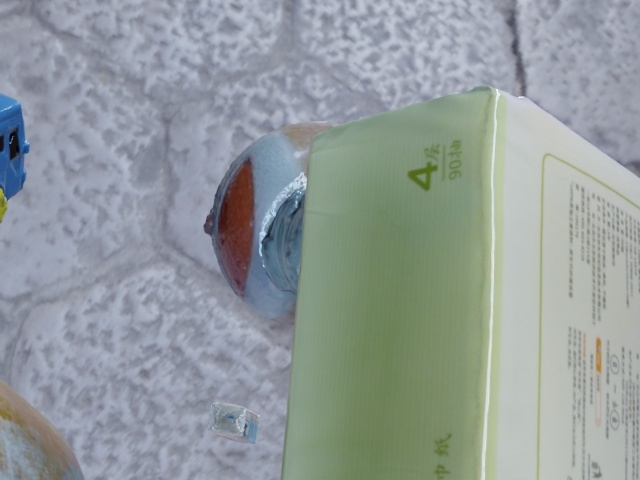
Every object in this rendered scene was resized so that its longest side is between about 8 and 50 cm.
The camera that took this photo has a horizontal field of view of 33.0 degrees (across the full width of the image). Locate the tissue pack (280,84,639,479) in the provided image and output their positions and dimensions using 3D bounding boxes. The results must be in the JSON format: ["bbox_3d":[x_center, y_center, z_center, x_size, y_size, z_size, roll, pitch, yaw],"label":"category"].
[{"bbox_3d":[0.072,0.074,0.482,0.159,0.125,0.234,20,68,-45],"label":"tissue pack"}]

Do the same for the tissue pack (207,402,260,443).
[{"bbox_3d":[-0.152,0.320,1.895,0.074,0.094,0.058,8,75,15],"label":"tissue pack"}]

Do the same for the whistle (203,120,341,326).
[{"bbox_3d":[0.000,0.000,0.869,0.189,0.348,0.189,-2,102,-10],"label":"whistle"}]

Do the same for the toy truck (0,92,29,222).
[{"bbox_3d":[-0.488,-0.068,1.256,0.161,0.162,0.385,18,26,11],"label":"toy truck"}]

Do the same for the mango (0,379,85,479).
[{"bbox_3d":[-0.244,0.201,0.684,0.199,0.384,0.221,-11,57,-17],"label":"mango"}]
